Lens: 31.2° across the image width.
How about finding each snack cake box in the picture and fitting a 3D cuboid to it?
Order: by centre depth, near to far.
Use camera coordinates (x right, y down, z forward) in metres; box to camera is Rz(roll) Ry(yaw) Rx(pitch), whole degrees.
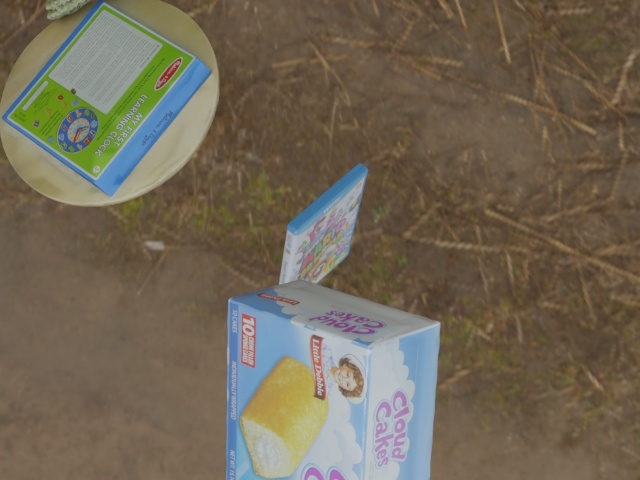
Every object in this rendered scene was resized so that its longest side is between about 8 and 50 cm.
[{"bbox_3d":[0.005,0.179,0.931,0.089,0.152,0.264,-13,111,-45],"label":"snack cake box"}]

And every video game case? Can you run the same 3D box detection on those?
[{"bbox_3d":[0.000,0.000,1.269,0.119,0.015,0.166,-41,159,-29],"label":"video game case"}]

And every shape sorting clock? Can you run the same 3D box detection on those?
[{"bbox_3d":[-0.188,-0.125,1.017,0.206,0.206,0.040,-21,153,7],"label":"shape sorting clock"}]

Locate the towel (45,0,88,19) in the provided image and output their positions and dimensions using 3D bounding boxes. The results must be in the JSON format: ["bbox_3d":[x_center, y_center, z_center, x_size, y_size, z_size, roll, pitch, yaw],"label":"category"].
[{"bbox_3d":[-0.194,-0.269,1.042,0.148,0.110,0.027,-27,138,30],"label":"towel"}]
